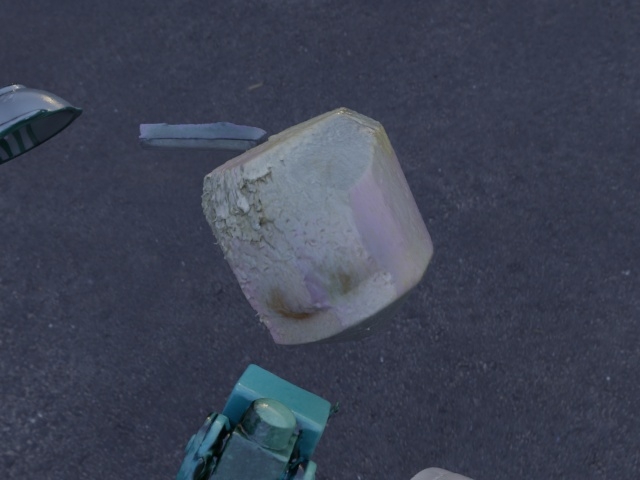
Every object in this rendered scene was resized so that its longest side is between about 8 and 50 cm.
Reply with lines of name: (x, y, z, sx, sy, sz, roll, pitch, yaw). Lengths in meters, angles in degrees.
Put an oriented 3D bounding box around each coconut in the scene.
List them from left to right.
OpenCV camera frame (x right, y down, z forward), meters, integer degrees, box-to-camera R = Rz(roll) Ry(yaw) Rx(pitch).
coconut: (0.000, 0.000, 0.952, 0.298, 0.309, 0.297, -25, 13, 6)

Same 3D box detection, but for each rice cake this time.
rice cake: (-0.188, -0.162, 1.091, 0.207, 0.047, 0.036, 1, 71, 3)

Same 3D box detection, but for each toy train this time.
toy train: (-0.070, 0.217, 0.600, 0.112, 0.163, 0.203, 28, 103, 2)

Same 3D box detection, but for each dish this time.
dish: (-0.489, -0.171, 1.028, 0.246, 0.078, 0.224, -35, 10, -23)

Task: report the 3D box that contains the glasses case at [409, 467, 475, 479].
glasses case: (0.041, 0.229, 0.427, 0.196, 0.083, 0.050, -35, 22, -30)
